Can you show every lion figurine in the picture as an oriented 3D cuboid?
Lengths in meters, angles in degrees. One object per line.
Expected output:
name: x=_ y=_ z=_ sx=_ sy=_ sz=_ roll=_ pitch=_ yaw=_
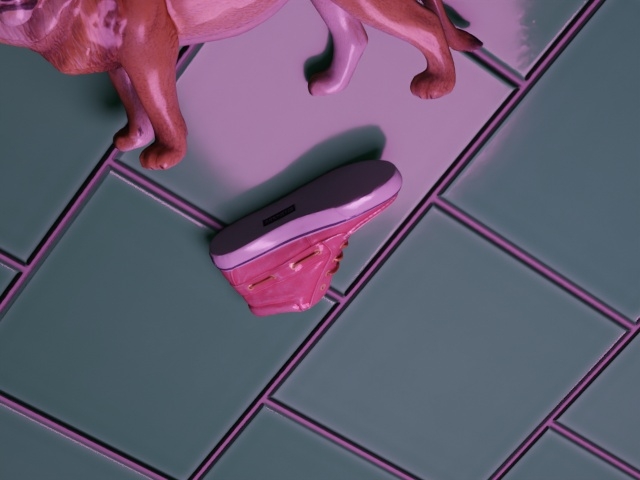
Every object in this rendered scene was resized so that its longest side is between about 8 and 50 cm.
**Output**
lion figurine: x=-0.072 y=-0.197 z=1.056 sx=0.392 sy=0.142 sz=0.240 roll=-18 pitch=113 yaw=-14

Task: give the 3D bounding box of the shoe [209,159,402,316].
shoe: x=0.000 y=0.000 z=1.200 sx=0.178 sy=0.063 sz=0.081 roll=-25 pitch=120 yaw=12
